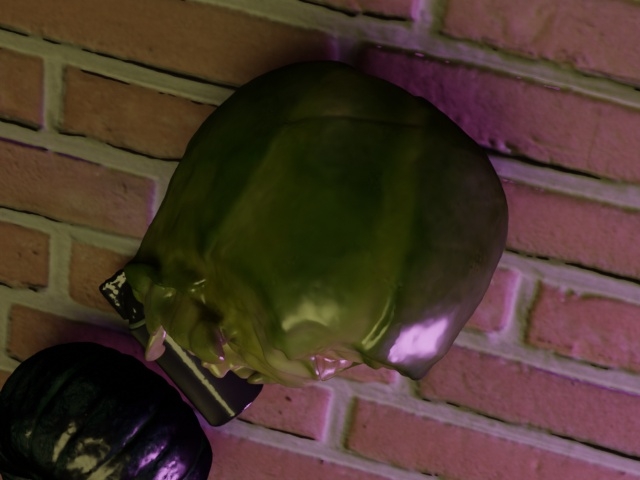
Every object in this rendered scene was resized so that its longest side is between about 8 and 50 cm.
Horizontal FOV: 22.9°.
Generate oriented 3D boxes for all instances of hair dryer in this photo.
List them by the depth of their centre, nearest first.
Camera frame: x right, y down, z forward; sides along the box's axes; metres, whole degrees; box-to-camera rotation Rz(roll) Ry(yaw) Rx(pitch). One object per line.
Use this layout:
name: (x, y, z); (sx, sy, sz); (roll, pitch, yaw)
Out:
hair dryer: (-0.080, 0.059, 1.651); (0.248, 0.078, 0.195); (-32, 108, 19)

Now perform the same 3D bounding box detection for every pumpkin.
pumpkin: (-0.256, 0.243, 1.685); (0.248, 0.248, 0.248); (7, 122, 11)

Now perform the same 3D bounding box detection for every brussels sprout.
brussels sprout: (0.000, 0.000, 1.456); (0.276, 0.315, 0.371); (26, 155, -30)
